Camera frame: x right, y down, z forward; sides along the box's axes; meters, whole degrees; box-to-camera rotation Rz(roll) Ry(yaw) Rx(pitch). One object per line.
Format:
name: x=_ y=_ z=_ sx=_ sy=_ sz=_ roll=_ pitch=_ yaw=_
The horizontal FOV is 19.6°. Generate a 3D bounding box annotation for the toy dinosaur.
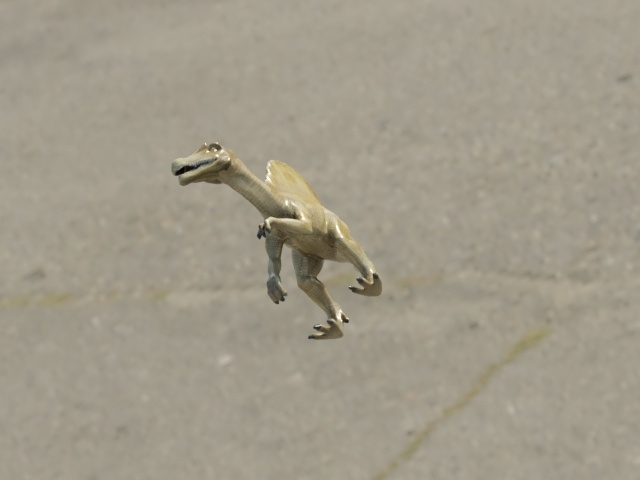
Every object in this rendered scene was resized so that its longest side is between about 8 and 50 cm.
toy dinosaur: x=0.000 y=0.000 z=0.962 sx=0.053 sy=0.183 sz=0.092 roll=-34 pitch=54 yaw=19
